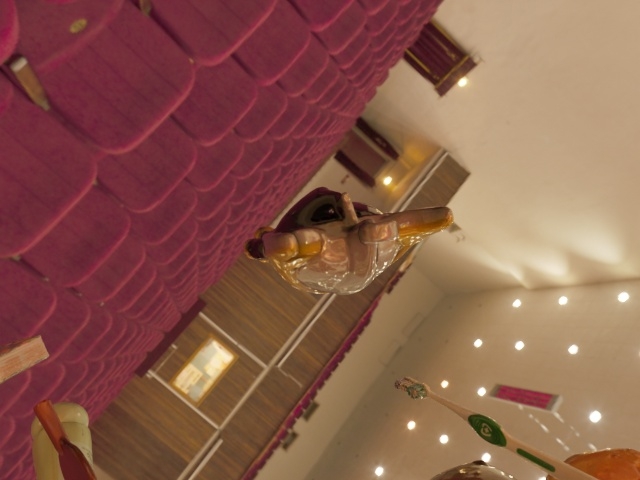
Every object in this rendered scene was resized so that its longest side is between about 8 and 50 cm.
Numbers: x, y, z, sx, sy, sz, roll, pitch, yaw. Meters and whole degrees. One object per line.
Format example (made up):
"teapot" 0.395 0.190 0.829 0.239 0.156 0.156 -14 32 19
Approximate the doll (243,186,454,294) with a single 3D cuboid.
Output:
"doll" -0.004 0.001 0.548 0.316 0.145 0.103 -178 -76 -71

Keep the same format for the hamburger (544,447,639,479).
"hamburger" 0.367 0.393 0.647 0.244 0.244 0.163 -53 161 -37

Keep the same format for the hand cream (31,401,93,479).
"hand cream" -0.409 0.407 0.863 0.093 0.306 0.147 -21 136 -16

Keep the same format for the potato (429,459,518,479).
"potato" 0.108 0.257 0.343 0.235 0.160 0.178 -59 166 -64

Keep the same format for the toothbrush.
"toothbrush" 0.218 0.240 0.662 0.304 0.030 0.030 20 -118 43

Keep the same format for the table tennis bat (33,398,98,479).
"table tennis bat" -0.279 0.248 0.591 0.019 0.155 0.098 -22 163 -44

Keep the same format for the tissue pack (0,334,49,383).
"tissue pack" -0.351 0.136 0.577 0.063 0.035 0.083 -17 -173 10
